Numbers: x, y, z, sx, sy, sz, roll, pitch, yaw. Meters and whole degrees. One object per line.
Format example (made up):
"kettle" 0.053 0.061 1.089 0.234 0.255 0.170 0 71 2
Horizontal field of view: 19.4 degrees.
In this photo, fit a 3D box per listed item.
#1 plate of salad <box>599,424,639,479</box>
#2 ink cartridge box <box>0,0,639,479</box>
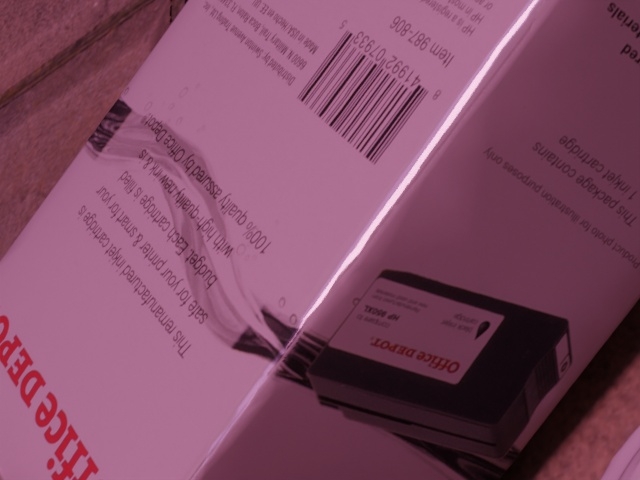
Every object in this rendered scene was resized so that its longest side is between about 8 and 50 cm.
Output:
"plate of salad" 0.194 0.120 0.784 0.199 0.048 0.200 -30 32 21
"ink cartridge box" 0.000 0.000 0.981 0.395 0.166 0.285 -53 34 6
